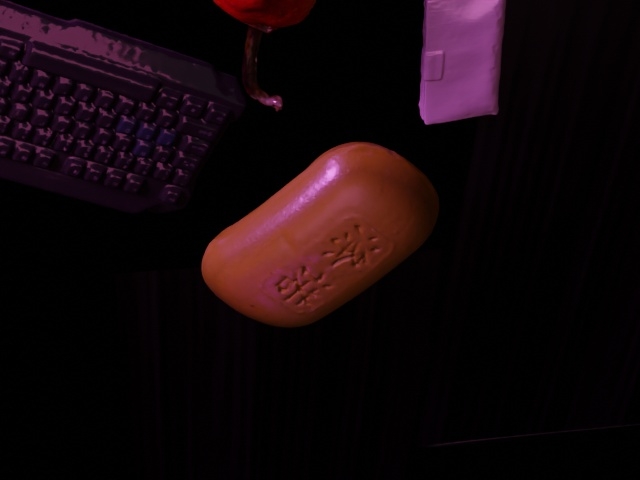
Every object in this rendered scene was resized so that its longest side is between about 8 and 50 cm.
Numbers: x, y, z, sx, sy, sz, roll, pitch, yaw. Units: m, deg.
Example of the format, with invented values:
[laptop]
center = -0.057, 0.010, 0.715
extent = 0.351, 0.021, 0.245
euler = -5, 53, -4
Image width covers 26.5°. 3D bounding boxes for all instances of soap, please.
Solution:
[soap]
center = 0.000, 0.001, 0.759
extent = 0.140, 0.045, 0.089
euler = -37, 127, 22

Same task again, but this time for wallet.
[wallet]
center = 0.074, -0.095, 0.704
extent = 0.044, 0.011, 0.083
euler = -7, 136, -5

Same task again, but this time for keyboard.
[keyboard]
center = -0.169, -0.077, 0.662
extent = 0.262, 0.016, 0.106
euler = 16, 129, -27

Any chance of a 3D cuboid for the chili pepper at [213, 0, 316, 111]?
[chili pepper]
center = -0.018, -0.163, 0.590
extent = 0.059, 0.050, 0.268
euler = 10, 132, -1
